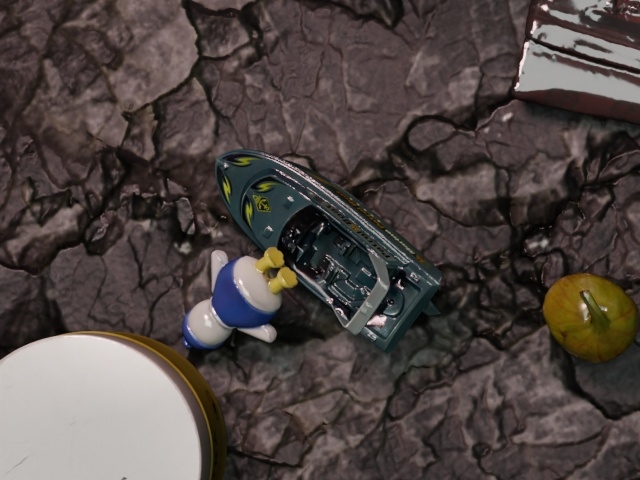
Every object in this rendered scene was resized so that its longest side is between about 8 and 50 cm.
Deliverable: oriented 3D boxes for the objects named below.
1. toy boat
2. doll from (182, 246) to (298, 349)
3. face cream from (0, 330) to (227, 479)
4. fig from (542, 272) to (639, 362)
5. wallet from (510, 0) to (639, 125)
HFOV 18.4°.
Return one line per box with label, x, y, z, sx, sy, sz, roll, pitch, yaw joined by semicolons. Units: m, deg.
toy boat;0.000;0.000;1.790;0.246;0.103;0.093;39;115;9
doll;-0.080;0.060;1.797;0.143;0.058;0.098;-40;80;34
face cream;-0.200;0.189;1.757;0.218;0.179;0.218;0;88;5
fig;0.245;0.071;1.767;0.082;0.098;0.084;-20;98;2
wallet;0.302;-0.190;1.796;0.229;0.049;0.182;14;86;3
